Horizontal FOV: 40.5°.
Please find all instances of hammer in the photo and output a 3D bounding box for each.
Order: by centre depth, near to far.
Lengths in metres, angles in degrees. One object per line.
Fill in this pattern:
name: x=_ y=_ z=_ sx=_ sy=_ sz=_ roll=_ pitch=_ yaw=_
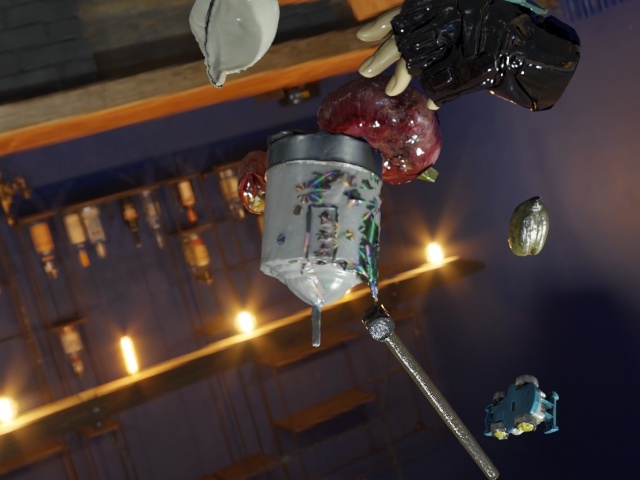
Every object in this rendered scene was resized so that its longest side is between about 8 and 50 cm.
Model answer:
hammer: x=0.194 y=0.262 z=1.483 sx=0.043 sy=0.365 sz=0.111 roll=-37 pitch=-174 yaw=2

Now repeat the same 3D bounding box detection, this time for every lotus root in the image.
lotus root: x=0.289 y=-0.022 z=1.203 sx=0.054 sy=0.099 sz=0.049 roll=-7 pitch=-143 yaw=-11

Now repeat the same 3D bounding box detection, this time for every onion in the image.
onion: x=0.108 y=-0.199 z=1.681 sx=0.252 sy=0.252 sz=0.219 roll=-10 pitch=-131 yaw=50

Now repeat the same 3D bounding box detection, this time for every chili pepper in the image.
chili pepper: x=-0.116 y=-0.128 z=1.662 sx=0.084 sy=0.086 sz=0.192 roll=13 pitch=-151 yaw=-6

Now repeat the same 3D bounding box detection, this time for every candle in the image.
candle: x=0.000 y=0.000 z=1.293 sx=0.187 sy=0.330 sz=0.187 roll=3 pitch=165 yaw=1

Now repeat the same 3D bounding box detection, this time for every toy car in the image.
toy car: x=0.441 y=0.387 z=1.909 sx=0.161 sy=0.098 sz=0.126 roll=-46 pitch=-160 yaw=42

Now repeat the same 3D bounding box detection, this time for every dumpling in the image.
dumpling: x=-0.150 y=-0.366 z=1.425 sx=0.142 sy=0.247 sz=0.172 roll=22 pitch=-156 yaw=8

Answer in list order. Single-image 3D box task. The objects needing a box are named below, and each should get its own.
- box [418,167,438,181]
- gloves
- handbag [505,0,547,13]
box: x=0.172 y=-0.199 z=2.035 sx=0.193 sy=0.030 sz=0.121 roll=28 pitch=179 yaw=-26
gloves: x=0.135 y=-0.186 z=0.847 sx=0.203 sy=0.124 sz=0.164 roll=19 pitch=-167 yaw=3
handbag: x=0.190 y=-0.444 z=1.338 sx=0.326 sy=0.238 sz=0.089 roll=24 pitch=114 yaw=-42
